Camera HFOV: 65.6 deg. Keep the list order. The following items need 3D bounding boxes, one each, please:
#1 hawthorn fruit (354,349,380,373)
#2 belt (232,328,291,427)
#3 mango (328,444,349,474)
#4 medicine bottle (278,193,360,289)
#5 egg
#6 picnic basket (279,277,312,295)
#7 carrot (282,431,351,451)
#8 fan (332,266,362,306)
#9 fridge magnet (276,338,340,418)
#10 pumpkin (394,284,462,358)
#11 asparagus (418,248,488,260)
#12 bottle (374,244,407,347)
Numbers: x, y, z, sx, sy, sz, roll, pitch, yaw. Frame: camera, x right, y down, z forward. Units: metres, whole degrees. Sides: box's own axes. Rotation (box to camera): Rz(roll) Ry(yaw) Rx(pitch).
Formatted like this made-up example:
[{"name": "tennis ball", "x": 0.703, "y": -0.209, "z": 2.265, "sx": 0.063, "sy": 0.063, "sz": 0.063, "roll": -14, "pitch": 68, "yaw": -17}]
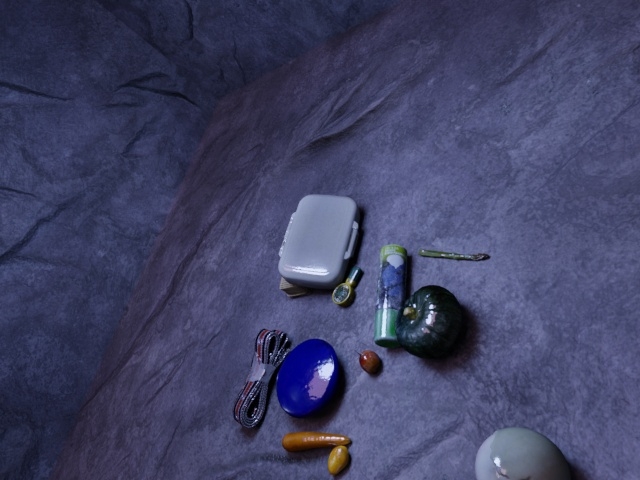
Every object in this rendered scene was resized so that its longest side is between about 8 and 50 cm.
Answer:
[{"name": "hawthorn fruit", "x": 0.136, "y": 0.364, "z": 1.530, "sx": 0.066, "sy": 0.103, "sz": 0.066, "roll": -49, "pitch": 16, "yaw": 20}, {"name": "belt", "x": -0.220, "y": 0.493, "z": 1.807, "sx": 0.094, "sy": 0.126, "sz": 0.359, "roll": -1, "pitch": 63, "yaw": 50}, {"name": "mango", "x": 0.050, "y": 0.643, "z": 1.451, "sx": 0.060, "sy": 0.046, "sz": 0.089, "roll": 20, "pitch": 82, "yaw": 52}, {"name": "medicine bottle", "x": 0.000, "y": 0.000, "z": 1.888, "sx": 0.283, "sy": 0.123, "sz": 0.374, "roll": 6, "pitch": 61, "yaw": 21}, {"name": "egg", "x": 0.413, "y": 0.481, "z": 1.033, "sx": 0.183, "sy": 0.217, "sz": 0.183, "roll": -26, "pitch": 48, "yaw": 33}, {"name": "picnic basket", "x": -0.086, "y": 0.137, "z": 1.972, "sx": 0.115, "sy": 0.079, "sz": 0.164, "roll": -16, "pitch": 51, "yaw": 41}, {"name": "carrot", "x": -0.028, "y": 0.620, "z": 1.537, "sx": 0.271, "sy": 0.066, "sz": 0.062, "roll": -24, "pitch": 6, "yaw": 38}, {"name": "fan", "x": 0.104, "y": 0.165, "z": 1.774, "sx": 0.082, "sy": 0.039, "sz": 0.155, "roll": 18, "pitch": 75, "yaw": 53}, {"name": "fridge magnet", "x": -0.039, "y": 0.454, "z": 1.643, "sx": 0.266, "sy": 0.113, "sz": 0.265, "roll": -27, "pitch": 45, "yaw": 31}, {"name": "pumpkin", "x": 0.302, "y": 0.228, "z": 1.408, "sx": 0.212, "sy": 0.152, "sz": 0.211, "roll": -33, "pitch": 36, "yaw": 28}, {"name": "asparagus", "x": 0.407, "y": 0.045, "z": 1.544, "sx": 0.024, "sy": 0.025, "sz": 0.249, "roll": -25, "pitch": 18, "yaw": -37}, {"name": "bottle", "x": 0.225, "y": 0.174, "z": 1.586, "sx": 0.093, "sy": 0.093, "sz": 0.329, "roll": -19, "pitch": 49, "yaw": 38}]
